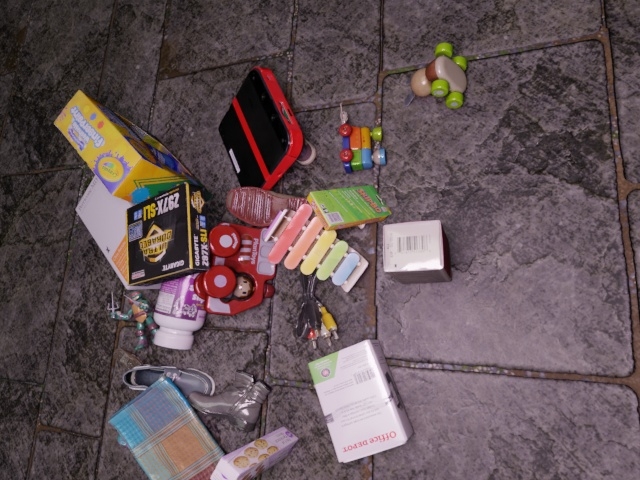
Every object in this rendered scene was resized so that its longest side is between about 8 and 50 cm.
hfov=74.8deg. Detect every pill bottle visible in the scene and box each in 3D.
[{"bbox_3d":[-0.466,0.208,1.425,0.169,0.169,0.301,7,81,23],"label":"pill bottle"}]

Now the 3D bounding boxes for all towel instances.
[{"bbox_3d":[-0.485,0.647,1.341,0.271,0.040,0.370,-39,85,10],"label":"towel"}]

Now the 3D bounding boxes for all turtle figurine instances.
[{"bbox_3d":[-0.657,0.266,1.518,0.175,0.118,0.234,-28,84,29],"label":"turtle figurine"}]

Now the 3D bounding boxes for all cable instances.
[{"bbox_3d":[-0.026,0.199,1.330,0.140,0.072,0.287,-30,55,31],"label":"cable"}]

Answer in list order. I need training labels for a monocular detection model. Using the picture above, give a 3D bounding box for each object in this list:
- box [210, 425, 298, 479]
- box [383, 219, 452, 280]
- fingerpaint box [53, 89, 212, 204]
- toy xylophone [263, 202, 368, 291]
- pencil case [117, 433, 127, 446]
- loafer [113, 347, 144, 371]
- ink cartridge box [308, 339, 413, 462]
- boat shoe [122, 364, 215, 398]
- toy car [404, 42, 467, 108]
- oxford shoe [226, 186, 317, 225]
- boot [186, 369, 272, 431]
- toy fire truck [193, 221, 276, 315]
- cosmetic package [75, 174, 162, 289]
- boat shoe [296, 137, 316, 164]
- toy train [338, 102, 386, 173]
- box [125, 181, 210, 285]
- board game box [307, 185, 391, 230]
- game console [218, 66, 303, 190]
[{"bbox_3d":[-0.165,0.582,1.129,0.067,0.324,0.063,31,93,26],"label":"box"},{"bbox_3d":[0.268,0.039,1.135,0.149,0.232,0.126,-5,75,21],"label":"box"},{"bbox_3d":[-0.662,-0.290,1.513,0.445,0.371,0.163,43,95,25],"label":"fingerpaint box"},{"bbox_3d":[0.000,0.000,1.260,0.323,0.081,0.236,24,100,-11],"label":"toy xylophone"},{"bbox_3d":[-0.626,0.639,1.443,0.151,0.064,0.070,-48,50,6],"label":"pencil case"},{"bbox_3d":[-0.685,0.443,1.524,0.148,0.050,0.056,40,85,9],"label":"loafer"},{"bbox_3d":[0.110,0.440,1.168,0.199,0.115,0.272,-26,69,15],"label":"ink cartridge box"},{"bbox_3d":[-0.514,0.482,1.407,0.320,0.099,0.116,5,77,15],"label":"boat shoe"},{"bbox_3d":[0.344,-0.490,1.314,0.188,0.149,0.154,-7,69,50],"label":"toy car"},{"bbox_3d":[-0.147,-0.103,1.396,0.349,0.130,0.122,14,99,19],"label":"oxford shoe"},{"bbox_3d":[-0.286,0.484,1.334,0.247,0.083,0.161,19,81,9],"label":"boot"},{"bbox_3d":[-0.259,0.090,1.346,0.169,0.254,0.302,-23,61,61],"label":"toy fire truck"},{"bbox_3d":[-0.707,-0.052,1.568,0.453,0.161,0.230,45,107,25],"label":"cosmetic package"},{"bbox_3d":[-0.132,-0.372,1.471,0.103,0.092,0.285,-48,66,5],"label":"boat shoe"},{"bbox_3d":[0.137,-0.347,1.360,0.144,0.105,0.247,-4,76,10],"label":"toy train"},{"bbox_3d":[-0.475,-0.009,1.281,0.322,0.079,0.257,-14,75,34],"label":"box"},{"bbox_3d":[0.093,-0.103,1.259,0.124,0.260,0.039,60,141,22],"label":"board game box"},{"bbox_3d":[-0.220,-0.366,1.461,0.342,0.060,0.386,-45,60,41],"label":"game console"}]
